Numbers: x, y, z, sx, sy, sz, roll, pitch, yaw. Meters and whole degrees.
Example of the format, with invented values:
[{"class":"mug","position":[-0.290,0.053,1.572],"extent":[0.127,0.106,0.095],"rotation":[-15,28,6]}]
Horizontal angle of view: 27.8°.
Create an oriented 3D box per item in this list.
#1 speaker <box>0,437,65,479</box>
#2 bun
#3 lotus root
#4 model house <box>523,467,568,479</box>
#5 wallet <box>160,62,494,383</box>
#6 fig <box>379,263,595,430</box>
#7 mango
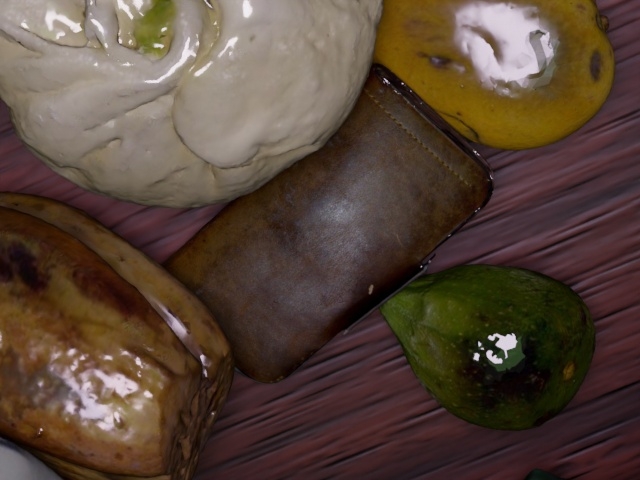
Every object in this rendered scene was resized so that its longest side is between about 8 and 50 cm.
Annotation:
[{"class":"speaker","position":[-0.362,0.256,0.875],"extent":[0.406,0.184,0.183],"rotation":[-7,142,20]},{"class":"bun","position":[-0.093,-0.130,0.804],"extent":[0.259,0.160,0.259],"rotation":[0,109,-1]},{"class":"lotus root","position":[-0.195,0.056,0.899],"extent":[0.291,0.193,0.193],"rotation":[28,102,8]},{"class":"model house","position":[0.279,0.279,0.881],"extent":[0.445,0.395,0.400],"rotation":[-23,90,18]},{"class":"wallet","position":[0.000,0.000,0.933],"extent":[0.137,0.031,0.255],"rotation":[43,116,-12]},{"class":"fig","position":[0.113,0.069,0.950],"extent":[0.156,0.123,0.123],"rotation":[23,106,36]},{"class":"mango","position":[0.108,-0.138,0.896],"extent":[0.195,0.098,0.137],"rotation":[15,107,3]}]
